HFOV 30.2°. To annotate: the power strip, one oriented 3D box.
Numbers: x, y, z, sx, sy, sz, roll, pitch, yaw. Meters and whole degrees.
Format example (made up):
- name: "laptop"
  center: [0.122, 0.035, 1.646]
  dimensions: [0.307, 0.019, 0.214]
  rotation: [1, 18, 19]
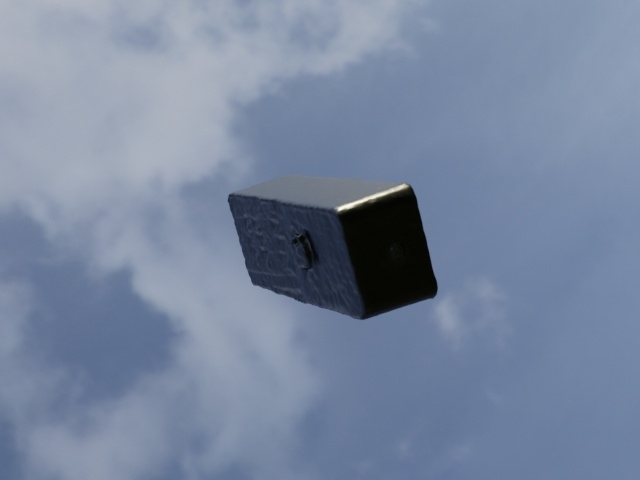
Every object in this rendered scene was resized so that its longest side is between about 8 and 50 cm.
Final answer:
- name: "power strip"
  center: [0.000, 0.000, 0.386]
  dimensions: [0.029, 0.111, 0.037]
  rotation: [-19, -80, -19]
